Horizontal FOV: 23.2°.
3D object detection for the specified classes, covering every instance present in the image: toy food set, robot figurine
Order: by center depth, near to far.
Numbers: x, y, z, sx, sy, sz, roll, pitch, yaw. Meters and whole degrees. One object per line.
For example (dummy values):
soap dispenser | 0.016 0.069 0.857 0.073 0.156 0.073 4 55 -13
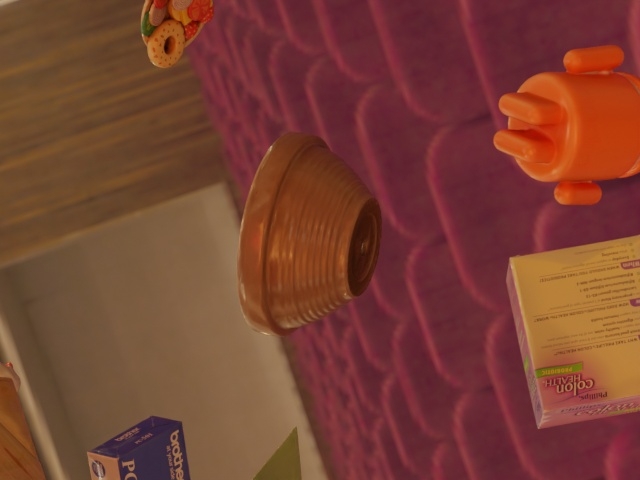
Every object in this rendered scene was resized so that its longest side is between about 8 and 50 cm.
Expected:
toy food set | -0.120 -0.192 1.312 0.020 0.083 0.083 32 149 31
robot figurine | 0.304 -0.129 1.788 0.128 0.219 0.158 -38 62 53

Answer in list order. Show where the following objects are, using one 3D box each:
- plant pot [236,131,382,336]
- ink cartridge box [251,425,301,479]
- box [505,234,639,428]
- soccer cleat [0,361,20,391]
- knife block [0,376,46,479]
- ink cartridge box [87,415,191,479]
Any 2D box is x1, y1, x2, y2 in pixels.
plant pot | 0.000 0.000 1.777 0.237 0.109 0.237 11 -90 -70
ink cartridge box | -0.045 0.299 1.404 0.235 0.056 0.171 -41 -47 -53
box | 0.405 0.136 2.318 0.117 0.213 0.243 79 180 -70
soccer cleat | -0.416 0.153 1.727 0.196 0.068 0.076 28 -129 -45
knife block | -0.371 0.198 1.434 0.242 0.088 0.276 11 -126 -61
ink cartridge box | -0.173 0.292 1.579 0.097 0.046 0.207 -26 -65 -48
